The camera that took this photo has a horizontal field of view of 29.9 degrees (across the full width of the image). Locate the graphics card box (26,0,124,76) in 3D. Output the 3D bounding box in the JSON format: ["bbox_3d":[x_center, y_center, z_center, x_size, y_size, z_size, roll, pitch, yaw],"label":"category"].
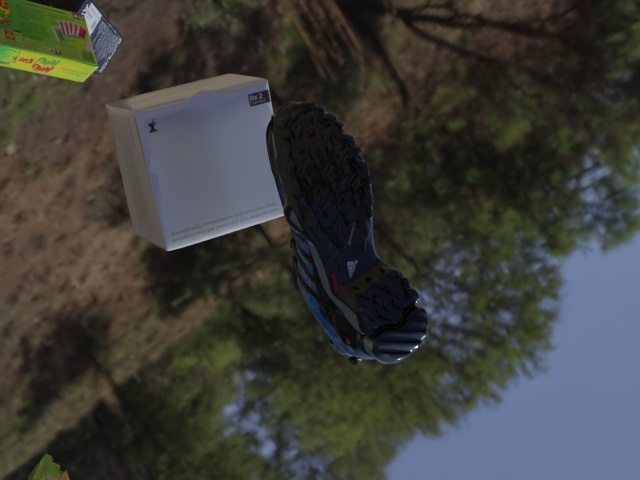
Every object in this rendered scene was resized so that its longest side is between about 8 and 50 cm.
[{"bbox_3d":[-0.464,-0.387,1.959,0.094,0.232,0.371,-57,180,0],"label":"graphics card box"}]

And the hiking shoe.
[{"bbox_3d":[0.000,0.000,1.310,0.113,0.304,0.132,-24,-175,-35],"label":"hiking shoe"}]

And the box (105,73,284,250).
[{"bbox_3d":[-0.153,-0.103,1.511,0.181,0.182,0.119,-17,-163,-23],"label":"box"}]

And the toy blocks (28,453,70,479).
[{"bbox_3d":[-0.277,0.482,1.595,0.191,0.261,0.381,-52,-154,15],"label":"toy blocks"}]

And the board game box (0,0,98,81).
[{"bbox_3d":[-0.401,-0.282,1.652,0.181,0.092,0.043,6,147,-47],"label":"board game box"}]
